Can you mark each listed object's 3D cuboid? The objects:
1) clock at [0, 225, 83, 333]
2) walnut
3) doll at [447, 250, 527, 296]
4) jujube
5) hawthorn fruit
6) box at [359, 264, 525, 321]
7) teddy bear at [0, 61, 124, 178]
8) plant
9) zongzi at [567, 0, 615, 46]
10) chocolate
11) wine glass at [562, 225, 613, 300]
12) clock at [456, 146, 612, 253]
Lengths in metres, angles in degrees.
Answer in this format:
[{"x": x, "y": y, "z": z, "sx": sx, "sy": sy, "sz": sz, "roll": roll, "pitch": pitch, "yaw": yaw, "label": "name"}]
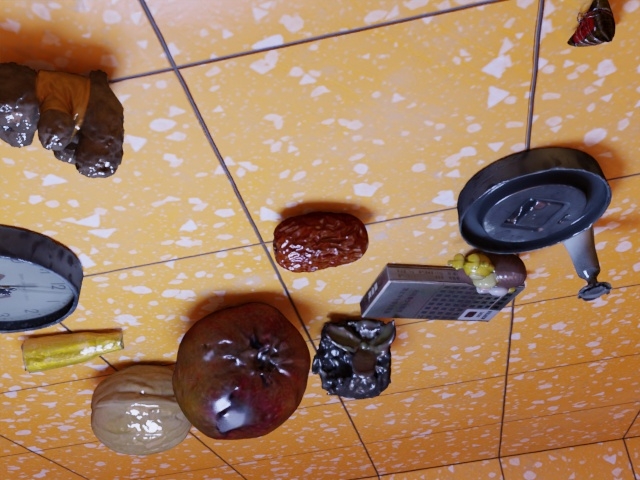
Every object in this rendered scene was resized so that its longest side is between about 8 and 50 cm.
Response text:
[{"x": -0.613, "y": 0.080, "z": 1.437, "sx": 0.325, "sy": 0.067, "sz": 0.325, "roll": -5, "pitch": 149, "yaw": -3, "label": "clock"}, {"x": -0.433, "y": 0.417, "z": 1.891, "sx": 0.260, "sy": 0.225, "sz": 0.225, "roll": 1, "pitch": 149, "yaw": -5, "label": "walnut"}, {"x": 0.328, "y": 0.063, "z": 1.555, "sx": 0.188, "sy": 0.096, "sz": 0.145, "roll": 8, "pitch": 168, "yaw": -29, "label": "doll"}, {"x": 0.000, "y": 0.000, "z": 1.399, "sx": 0.176, "sy": 0.109, "sz": 0.112, "roll": -8, "pitch": -173, "yaw": -14, "label": "jujube"}, {"x": -0.186, "y": 0.287, "z": 1.669, "sx": 0.324, "sy": 0.308, "sz": 0.308, "roll": -18, "pitch": 149, "yaw": 38, "label": "hawthorn fruit"}, {"x": 0.268, "y": 0.121, "z": 1.706, "sx": 0.324, "sy": 0.047, "sz": 0.180, "roll": 3, "pitch": 148, "yaw": -18, "label": "box"}, {"x": -0.358, "y": -0.170, "z": 1.011, "sx": 0.190, "sy": 0.177, "sz": 0.140, "roll": 11, "pitch": 100, "yaw": -29, "label": "teddy bear"}, {"x": 0.082, "y": 0.277, "z": 1.803, "sx": 0.204, "sy": 0.178, "sz": 0.234, "roll": -3, "pitch": 159, "yaw": 7, "label": "plant"}, {"x": 0.372, "y": -0.299, "z": 1.026, "sx": 0.067, "sy": 0.074, "sz": 0.083, "roll": -8, "pitch": -171, "yaw": 1, "label": "zongzi"}, {"x": -0.549, "y": 0.243, "z": 1.716, "sx": 0.219, "sy": 0.086, "sz": 0.086, "roll": -8, "pitch": 150, "yaw": 0, "label": "chocolate"}, {"x": 0.515, "y": 0.034, "z": 1.504, "sx": 0.072, "sy": 0.155, "sz": 0.072, "roll": -5, "pitch": 150, "yaw": -3, "label": "wine glass"}, {"x": 0.386, "y": -0.068, "z": 1.404, "sx": 0.280, "sy": 0.055, "sz": 0.281, "roll": -5, "pitch": 149, "yaw": -3, "label": "clock"}]
